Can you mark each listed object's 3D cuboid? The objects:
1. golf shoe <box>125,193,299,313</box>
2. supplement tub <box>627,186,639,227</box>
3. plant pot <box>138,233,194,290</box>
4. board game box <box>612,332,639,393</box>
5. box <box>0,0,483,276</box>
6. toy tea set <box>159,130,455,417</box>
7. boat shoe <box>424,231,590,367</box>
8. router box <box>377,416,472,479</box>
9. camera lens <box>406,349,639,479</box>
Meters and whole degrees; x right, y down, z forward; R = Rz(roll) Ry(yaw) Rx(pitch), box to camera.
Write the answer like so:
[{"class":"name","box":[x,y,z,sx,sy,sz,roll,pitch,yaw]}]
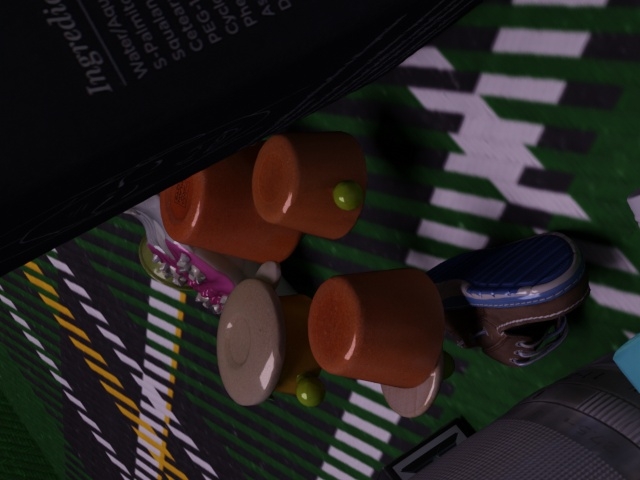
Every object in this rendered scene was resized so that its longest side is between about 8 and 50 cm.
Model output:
[{"class":"golf shoe","box":[-0.102,-0.042,1.127,0.306,0.140,0.115,45,162,-25]},{"class":"supplement tub","box":[0.199,0.010,0.634,0.107,0.071,0.071,61,156,1]},{"class":"plant pot","box":[-0.117,-0.011,1.231,0.083,0.083,0.079,49,142,24]},{"class":"board game box","box":[0.279,0.094,0.347,0.336,0.254,0.079,55,155,11]},{"class":"box","box":[-0.112,-0.135,0.680,0.212,0.395,0.293,60,156,-1]},{"class":"toy tea set","box":[0.000,0.000,0.939,0.200,0.124,0.336,-59,40,36]},{"class":"boat shoe","box":[0.121,0.039,0.837,0.066,0.066,0.183,58,166,-7]},{"class":"router box","box":[0.129,0.317,1.099,0.243,0.081,0.309,49,154,23]},{"class":"camera lens","box":[0.129,0.208,0.740,0.219,0.274,0.219,44,151,32]}]
